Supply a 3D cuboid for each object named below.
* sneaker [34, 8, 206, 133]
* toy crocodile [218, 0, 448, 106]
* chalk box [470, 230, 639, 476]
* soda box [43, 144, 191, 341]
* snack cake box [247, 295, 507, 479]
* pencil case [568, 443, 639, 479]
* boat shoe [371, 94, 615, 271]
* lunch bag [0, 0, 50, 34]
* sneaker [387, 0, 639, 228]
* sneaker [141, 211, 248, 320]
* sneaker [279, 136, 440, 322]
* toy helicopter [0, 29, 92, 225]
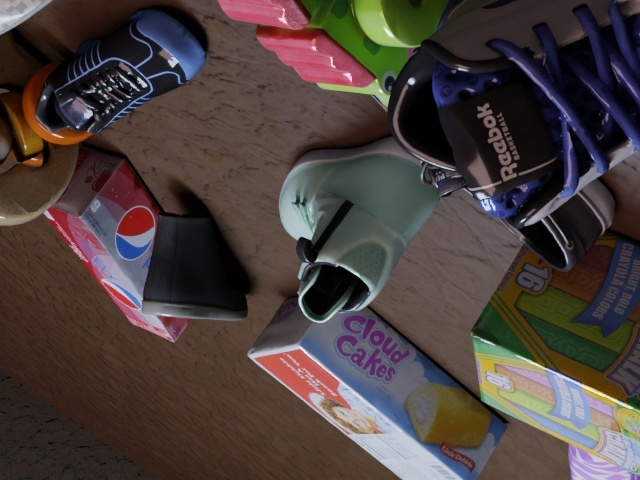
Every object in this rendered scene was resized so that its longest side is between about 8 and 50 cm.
[{"bbox_3d":[-0.188,-0.143,1.186,0.081,0.090,0.232,44,156,-22],"label":"sneaker"},{"bbox_3d":[-0.022,-0.163,0.755,0.115,0.105,0.340,14,163,39],"label":"toy crocodile"},{"bbox_3d":[0.244,0.092,1.018,0.213,0.132,0.132,23,155,23],"label":"chalk box"},{"bbox_3d":[-0.229,0.006,1.544,0.083,0.092,0.263,18,152,33],"label":"soda box"},{"bbox_3d":[0.063,0.171,1.482,0.264,0.089,0.152,40,159,-14],"label":"snack cake box"},{"bbox_3d":[0.285,0.211,1.255,0.088,0.086,0.206,61,177,35],"label":"pencil case"},{"bbox_3d":[0.113,-0.059,0.962,0.228,0.076,0.080,38,157,-10],"label":"boat shoe"},{"bbox_3d":[-0.304,-0.276,0.916,0.256,0.213,0.305,4,144,52],"label":"lunch bag"},{"bbox_3d":[0.156,-0.083,0.636,0.315,0.182,0.127,-10,115,42],"label":"sneaker"},{"bbox_3d":[-0.132,0.030,1.501,0.083,0.118,0.222,7,179,15],"label":"sneaker"},{"bbox_3d":[0.000,0.000,1.139,0.094,0.151,0.256,38,159,-14],"label":"sneaker"},{"bbox_3d":[-0.406,-0.147,1.289,0.355,0.235,0.140,41,157,-16],"label":"toy helicopter"}]
